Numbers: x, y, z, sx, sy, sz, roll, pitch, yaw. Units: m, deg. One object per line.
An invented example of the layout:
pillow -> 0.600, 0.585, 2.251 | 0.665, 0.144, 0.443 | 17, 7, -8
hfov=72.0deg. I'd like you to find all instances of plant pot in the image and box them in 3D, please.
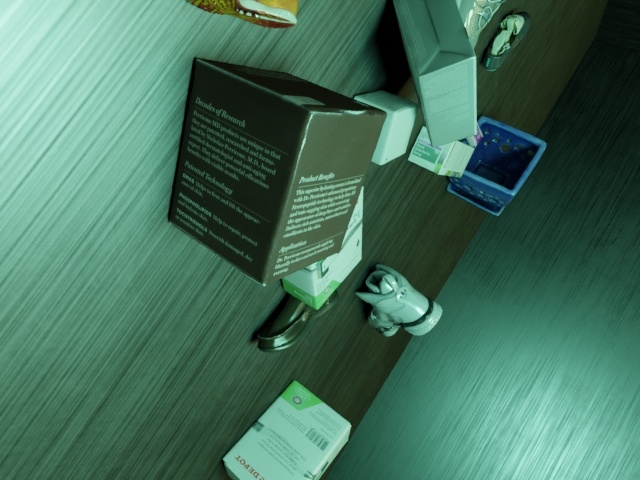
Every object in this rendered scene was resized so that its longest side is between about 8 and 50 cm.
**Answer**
plant pot -> 0.576, -0.236, 1.494 | 0.236, 0.236, 0.212 | -53, 160, -15

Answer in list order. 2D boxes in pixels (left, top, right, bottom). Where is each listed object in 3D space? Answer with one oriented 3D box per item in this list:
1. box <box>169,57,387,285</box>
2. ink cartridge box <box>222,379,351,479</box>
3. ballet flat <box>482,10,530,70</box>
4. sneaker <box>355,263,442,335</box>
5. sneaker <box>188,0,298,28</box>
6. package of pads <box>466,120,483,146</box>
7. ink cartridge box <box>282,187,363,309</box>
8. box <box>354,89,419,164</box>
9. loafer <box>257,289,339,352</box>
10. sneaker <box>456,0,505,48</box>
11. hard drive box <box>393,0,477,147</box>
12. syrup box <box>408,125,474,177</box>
box -> -0.054, -0.087, 0.540 | 0.168, 0.167, 0.203 | -20, 134, -54
ink cartridge box -> -0.082, 0.536, 1.129 | 0.273, 0.198, 0.115 | -41, 150, -35
ballet flat -> 0.514, -0.562, 1.207 | 0.203, 0.074, 0.074 | -56, 155, -4
sneaker -> 0.202, 0.184, 1.366 | 0.137, 0.210, 0.366 | -50, -172, -19
sneaker -> -0.084, -0.262, 0.440 | 0.175, 0.064, 0.068 | -25, 118, -59
package of pads -> 0.479, -0.343, 1.392 | 0.050, 0.032, 0.083 | -51, 129, -12
ink cartridge box -> 0.000, 0.000, 0.824 | 0.160, 0.092, 0.219 | -47, 153, -27
box -> 0.112, -0.210, 0.810 | 0.102, 0.087, 0.101 | -32, 143, -45
loafer -> -0.055, 0.147, 0.925 | 0.220, 0.080, 0.078 | -38, 115, -36
sneaker -> 0.355, -0.522, 0.893 | 0.105, 0.115, 0.281 | -22, 136, -53
hard drive box -> 0.204, -0.302, 0.771 | 0.232, 0.089, 0.181 | 39, 38, -66
syrup box -> 0.330, -0.234, 1.188 | 0.236, 0.093, 0.096 | -11, 128, -58
